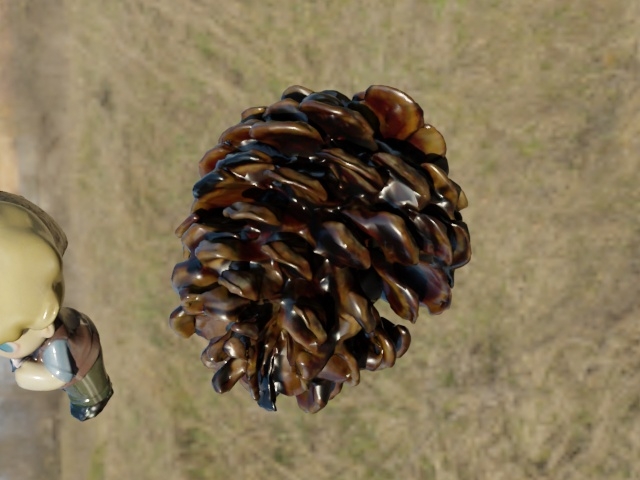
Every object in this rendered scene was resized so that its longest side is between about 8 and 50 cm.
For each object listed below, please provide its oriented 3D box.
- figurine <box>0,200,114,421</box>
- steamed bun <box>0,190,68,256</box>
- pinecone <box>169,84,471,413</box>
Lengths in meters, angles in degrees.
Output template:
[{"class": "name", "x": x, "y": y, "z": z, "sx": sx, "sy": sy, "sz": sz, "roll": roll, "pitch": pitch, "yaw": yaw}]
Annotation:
[{"class": "figurine", "x": -0.214, "y": 0.055, "z": 0.929, "sx": 0.114, "sy": 0.108, "sz": 0.196, "roll": 61, "pitch": 176, "yaw": 39}, {"class": "steamed bun", "x": -0.317, "y": 0.021, "z": 1.220, "sx": 0.145, "sy": 0.106, "sz": 0.175, "roll": -51, "pitch": -11, "yaw": 12}, {"class": "pinecone", "x": 0.000, "y": 0.000, "z": 1.002, "sx": 0.224, "sy": 0.224, "sz": 0.272, "roll": 102, "pitch": -165, "yaw": -50}]
